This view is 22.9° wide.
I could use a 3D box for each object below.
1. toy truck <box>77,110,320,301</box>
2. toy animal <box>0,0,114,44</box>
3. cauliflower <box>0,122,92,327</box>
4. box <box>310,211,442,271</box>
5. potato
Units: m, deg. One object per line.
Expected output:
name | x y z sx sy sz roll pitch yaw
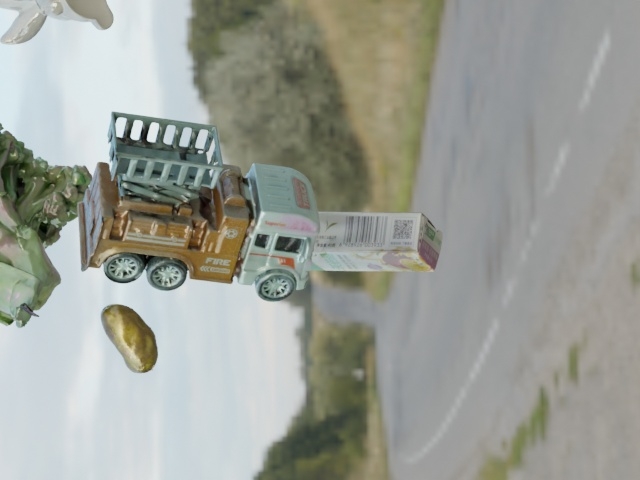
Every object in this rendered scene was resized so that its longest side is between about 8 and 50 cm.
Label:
toy truck | -0.084 -0.025 1.180 0.080 0.177 0.115 -103 28 -46
toy animal | -0.339 -0.319 1.982 0.181 0.127 0.131 9 117 58
cauliflower | -0.367 0.008 1.764 0.315 0.239 0.256 41 107 36
box | 0.000 0.000 1.379 0.050 0.207 0.041 42 -128 -61
potato | -0.215 0.110 1.802 0.092 0.046 0.045 59 150 -7
